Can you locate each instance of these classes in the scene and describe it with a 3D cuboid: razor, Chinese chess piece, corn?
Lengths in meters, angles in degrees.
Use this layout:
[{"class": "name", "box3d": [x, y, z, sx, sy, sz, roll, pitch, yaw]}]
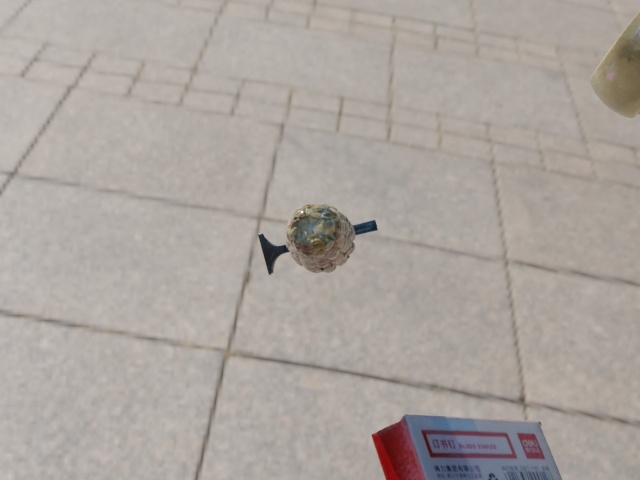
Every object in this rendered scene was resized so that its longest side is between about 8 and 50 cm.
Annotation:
[{"class": "razor", "box3d": [0.002, 0.000, 1.999, 0.190, 0.066, 0.033, -14, 1, -19]}, {"class": "Chinese chess piece", "box3d": [0.517, -0.303, 1.961, 0.097, 0.251, 0.251, 40, 35, 9]}, {"class": "corn", "box3d": [0.000, -0.006, 1.371, 0.079, 0.079, 0.237, 10, -4, 2]}]

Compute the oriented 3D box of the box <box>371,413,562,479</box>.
[{"class": "box", "box3d": [0.164, 0.251, 1.359, 0.229, 0.050, 0.123, 8, 51, -41]}]
